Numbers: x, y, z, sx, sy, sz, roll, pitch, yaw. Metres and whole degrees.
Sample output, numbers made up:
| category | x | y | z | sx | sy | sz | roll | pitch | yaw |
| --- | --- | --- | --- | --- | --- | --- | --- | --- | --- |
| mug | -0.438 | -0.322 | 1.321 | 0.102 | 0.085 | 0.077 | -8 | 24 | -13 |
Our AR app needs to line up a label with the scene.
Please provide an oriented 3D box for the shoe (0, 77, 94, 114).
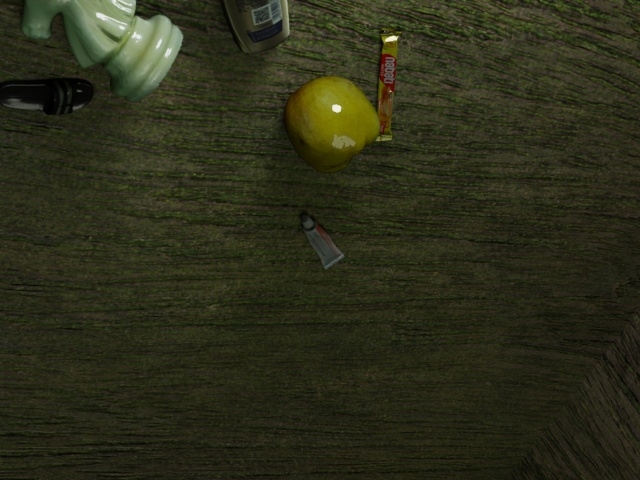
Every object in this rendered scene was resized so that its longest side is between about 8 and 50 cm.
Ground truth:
| category | x | y | z | sx | sy | sz | roll | pitch | yaw |
| --- | --- | --- | --- | --- | --- | --- | --- | --- | --- |
| shoe | -0.518 | -0.266 | 1.797 | 0.179 | 0.049 | 0.071 | -3 | 133 | -24 |

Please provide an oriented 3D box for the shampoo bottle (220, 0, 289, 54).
| category | x | y | z | sx | sy | sz | roll | pitch | yaw |
| --- | --- | --- | --- | --- | --- | --- | --- | --- | --- |
| shampoo bottle | -0.132 | -0.494 | 1.710 | 0.125 | 0.084 | 0.350 | -26 | 146 | -10 |

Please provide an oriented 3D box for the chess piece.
| category | x | y | z | sx | sy | sz | roll | pitch | yaw |
| --- | --- | --- | --- | --- | --- | --- | --- | --- | --- |
| chess piece | -0.407 | -0.388 | 1.683 | 0.298 | 0.176 | 0.176 | 34 | 111 | -29 |

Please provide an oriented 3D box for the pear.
| category | x | y | z | sx | sy | sz | roll | pitch | yaw |
| --- | --- | --- | --- | --- | --- | --- | --- | --- | --- |
| pear | 0.021 | -0.247 | 1.990 | 0.200 | 0.200 | 0.200 | -14 | 136 | -14 |

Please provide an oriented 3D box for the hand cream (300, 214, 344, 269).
| category | x | y | z | sx | sy | sz | roll | pitch | yaw |
| --- | --- | --- | --- | --- | --- | --- | --- | --- | --- |
| hand cream | 0.001 | 0.001 | 2.328 | 0.052 | 0.038 | 0.216 | -10 | 146 | 17 |

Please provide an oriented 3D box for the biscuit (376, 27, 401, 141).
| category | x | y | z | sx | sy | sz | roll | pitch | yaw |
| --- | --- | --- | --- | --- | --- | --- | --- | --- | --- |
| biscuit | 0.144 | -0.337 | 2.078 | 0.048 | 0.026 | 0.292 | 0 | 133 | -1 |
